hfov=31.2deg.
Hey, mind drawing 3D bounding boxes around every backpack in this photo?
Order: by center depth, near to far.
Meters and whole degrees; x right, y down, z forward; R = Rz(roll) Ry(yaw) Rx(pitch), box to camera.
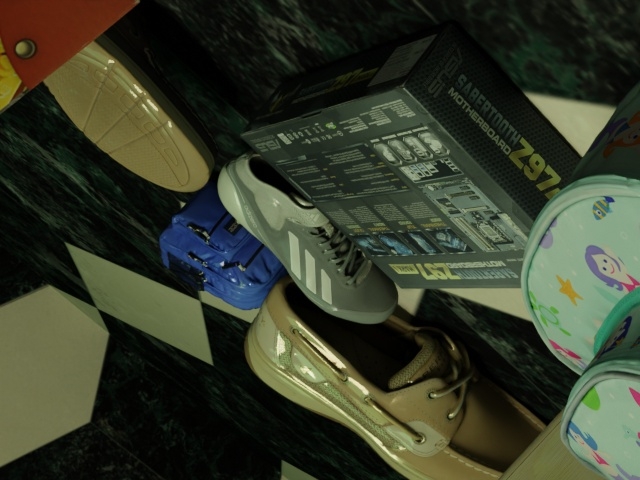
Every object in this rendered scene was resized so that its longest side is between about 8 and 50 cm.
[{"bbox_3d":[0.216,0.043,0.533,0.253,0.191,0.225,39,161,13],"label":"backpack"},{"bbox_3d":[-0.088,0.008,1.132,0.120,0.098,0.101,34,158,12],"label":"backpack"}]

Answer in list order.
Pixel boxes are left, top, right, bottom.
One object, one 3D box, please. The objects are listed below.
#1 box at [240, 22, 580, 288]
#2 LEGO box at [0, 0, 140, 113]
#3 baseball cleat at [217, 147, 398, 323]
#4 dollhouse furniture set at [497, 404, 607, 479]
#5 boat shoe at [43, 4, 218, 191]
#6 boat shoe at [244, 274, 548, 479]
[{"bbox_3d":[0.070,-0.043,0.773,0.183,0.059,0.232,43,160,-19],"label":"box"},{"bbox_3d":[-0.358,-0.154,0.558,0.193,0.372,0.500,53,176,-41],"label":"LEGO box"},{"bbox_3d":[0.000,0.000,0.994,0.206,0.072,0.109,38,156,-14],"label":"baseball cleat"},{"bbox_3d":[0.274,0.202,0.852,0.242,0.161,0.212,32,-166,-32],"label":"dollhouse furniture set"},{"bbox_3d":[-0.179,-0.160,0.899,0.285,0.092,0.103,43,142,-10],"label":"boat shoe"},{"bbox_3d":[0.091,0.145,1.098,0.341,0.122,0.110,26,139,-2],"label":"boat shoe"}]
